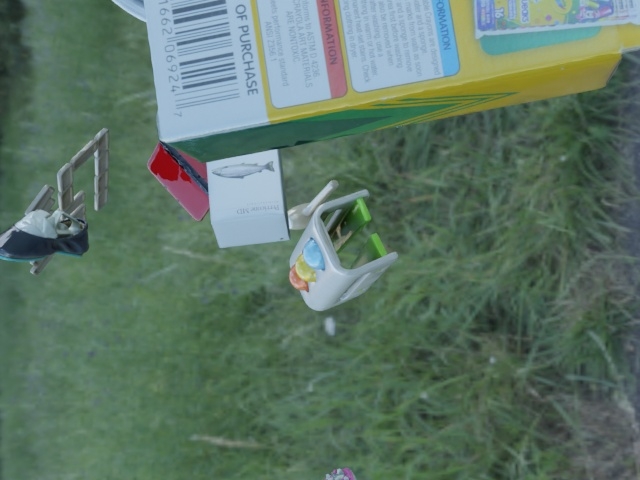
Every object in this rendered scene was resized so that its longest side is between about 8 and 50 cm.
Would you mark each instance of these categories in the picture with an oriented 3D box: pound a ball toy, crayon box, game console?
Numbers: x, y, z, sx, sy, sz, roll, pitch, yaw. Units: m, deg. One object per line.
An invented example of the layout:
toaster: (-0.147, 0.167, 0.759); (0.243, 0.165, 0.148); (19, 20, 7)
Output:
pound a ball toy: (0.000, 0.000, 1.582); (0.208, 0.136, 0.319); (66, 164, 10)
crayon box: (0.053, -0.178, 0.563); (0.083, 0.323, 0.203); (24, -123, -79)
game console: (-0.215, -0.129, 1.593); (0.144, 0.124, 0.085); (47, 168, 4)

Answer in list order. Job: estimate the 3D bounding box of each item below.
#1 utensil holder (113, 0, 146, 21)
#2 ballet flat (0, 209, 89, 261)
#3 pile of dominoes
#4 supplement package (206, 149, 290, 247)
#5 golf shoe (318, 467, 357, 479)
utensil holder: (-0.186, -0.584, 1.469); (0.328, 0.327, 0.385); (-19, 27, 55)
ballet flat: (-0.395, -0.011, 1.309); (0.074, 0.203, 0.074); (0, 91, 17)
pile of dominoes: (-0.433, -0.066, 1.531); (0.196, 0.040, 0.251); (-51, -8, -31)
supplement package: (-0.105, -0.093, 1.302); (0.105, 0.105, 0.179); (86, 176, -69)
golf shoe: (0.046, 0.428, 1.174); (0.115, 0.140, 0.306); (-34, 19, 16)
